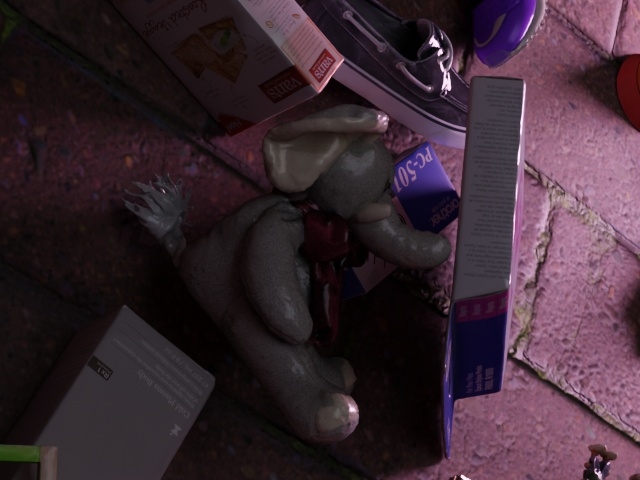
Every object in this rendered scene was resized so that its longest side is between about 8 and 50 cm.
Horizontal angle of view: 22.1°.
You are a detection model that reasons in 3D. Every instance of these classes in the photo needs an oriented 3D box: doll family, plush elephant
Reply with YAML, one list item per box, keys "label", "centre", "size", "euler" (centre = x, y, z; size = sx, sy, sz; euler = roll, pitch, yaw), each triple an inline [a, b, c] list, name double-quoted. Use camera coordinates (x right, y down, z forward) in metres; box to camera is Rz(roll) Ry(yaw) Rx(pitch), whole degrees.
- label: "doll family"
  centre: [0.350, 0.334, 1.964]
  size: [0.193, 0.076, 0.111]
  euler: [36, 50, -30]
- label: "plush elephant"
  centre: [0.000, 0.000, 1.634]
  size: [0.255, 0.272, 0.330]
  euler: [-40, 86, 2]

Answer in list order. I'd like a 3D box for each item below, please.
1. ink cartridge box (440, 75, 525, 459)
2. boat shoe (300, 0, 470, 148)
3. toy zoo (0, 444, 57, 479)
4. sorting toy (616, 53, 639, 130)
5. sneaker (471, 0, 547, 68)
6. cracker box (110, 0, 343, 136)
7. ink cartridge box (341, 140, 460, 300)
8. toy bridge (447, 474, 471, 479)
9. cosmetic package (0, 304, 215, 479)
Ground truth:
- label: "ink cartridge box"
  centre: [0.179, 0.041, 1.777]
  size: [0.071, 0.324, 0.330]
  euler: [4, 68, 7]
- label: "boat shoe"
  centre: [0.106, -0.208, 1.903]
  size: [0.301, 0.102, 0.108]
  euler: [29, 34, -27]
- label: "toy zoo"
  centre: [-0.366, 0.258, 1.338]
  size: [0.293, 0.030, 0.192]
  euler: [3, 80, -15]
- label: "sorting toy"
  centre: [0.557, -0.117, 2.258]
  size: [0.127, 0.126, 0.365]
  euler: [-43, 104, -41]
- label: "sneaker"
  centre: [0.206, -0.353, 2.064]
  size: [0.146, 0.102, 0.293]
  euler: [28, 54, -26]
- label: "cracker box"
  centre: [-0.108, -0.230, 1.705]
  size: [0.232, 0.156, 0.067]
  euler: [47, 51, -18]
- label: "ink cartridge box"
  centre: [0.075, -0.025, 1.867]
  size: [0.207, 0.046, 0.097]
  euler: [-38, 102, -42]
- label: "toy bridge"
  centre: [0.217, 0.319, 1.885]
  size: [0.188, 0.026, 0.063]
  euler: [38, 53, -26]
- label: "cosmetic package"
  centre: [-0.214, 0.193, 1.507]
  size: [0.127, 0.107, 0.238]
  euler: [41, 50, -19]
